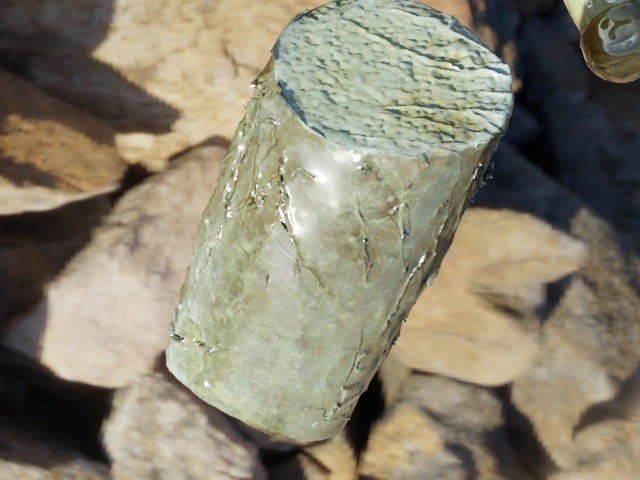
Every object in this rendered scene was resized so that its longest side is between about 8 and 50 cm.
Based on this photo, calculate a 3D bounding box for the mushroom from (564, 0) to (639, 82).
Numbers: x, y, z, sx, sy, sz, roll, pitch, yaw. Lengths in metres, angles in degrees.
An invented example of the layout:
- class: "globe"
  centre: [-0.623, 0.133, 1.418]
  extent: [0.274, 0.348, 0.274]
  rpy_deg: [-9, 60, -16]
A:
- class: "mushroom"
  centre: [0.178, -0.260, 1.003]
  extent: [0.107, 0.087, 0.333]
  rpy_deg: [0, 86, -55]

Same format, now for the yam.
- class: "yam"
  centre: [0.000, 0.000, 0.665]
  extent: [0.107, 0.107, 0.183]
  rpy_deg: [6, 123, -27]
